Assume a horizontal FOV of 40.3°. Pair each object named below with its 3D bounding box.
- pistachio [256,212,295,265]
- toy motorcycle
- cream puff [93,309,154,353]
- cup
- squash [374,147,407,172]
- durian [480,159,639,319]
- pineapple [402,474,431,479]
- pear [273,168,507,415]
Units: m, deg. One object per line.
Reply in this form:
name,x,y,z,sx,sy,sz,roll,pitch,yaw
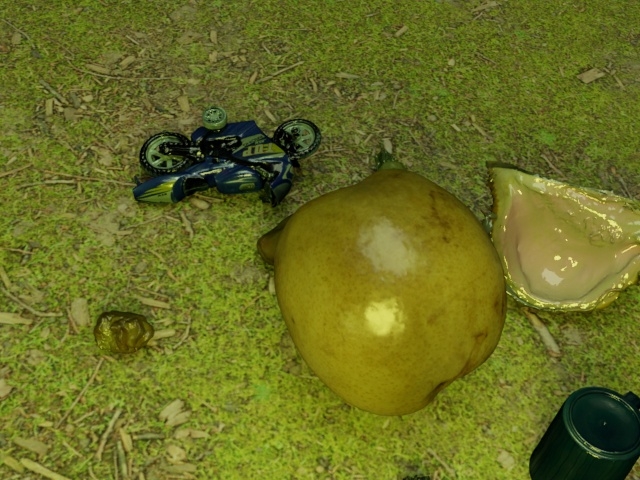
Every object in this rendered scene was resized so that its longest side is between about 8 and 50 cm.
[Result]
pistachio,-0.002,-0.001,1.335,0.190,0.110,0.100,8,73,0
toy motorcycle,-0.149,-0.123,1.429,0.316,0.113,0.168,-7,57,-3
cream puff,-0.274,0.128,1.212,0.083,0.083,0.058,5,90,-18
cup,0.346,0.255,1.120,0.114,0.138,0.150,18,47,8
squash,0.117,-0.079,1.440,0.094,0.094,0.224,3,42,-6
durian,0.362,0.021,1.344,0.305,0.185,0.195,22,74,4
pineapple,0.115,0.354,1.048,0.074,0.074,0.159,11,38,2
pear,0.092,0.064,1.156,0.315,0.314,0.314,4,47,-4
